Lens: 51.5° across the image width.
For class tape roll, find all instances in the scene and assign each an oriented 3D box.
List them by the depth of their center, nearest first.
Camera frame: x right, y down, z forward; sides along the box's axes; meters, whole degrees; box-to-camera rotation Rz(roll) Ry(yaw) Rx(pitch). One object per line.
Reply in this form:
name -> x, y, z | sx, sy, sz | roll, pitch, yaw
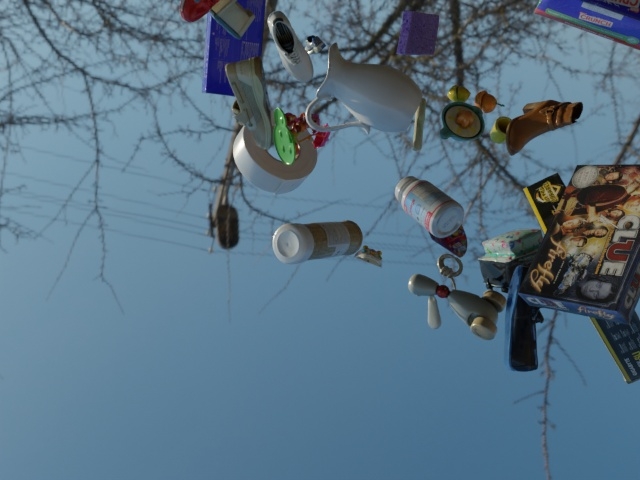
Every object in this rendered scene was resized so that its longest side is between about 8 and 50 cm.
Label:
tape roll -> -0.155, -0.307, 2.300 | 0.286, 0.100, 0.286 | 15, -123, -24

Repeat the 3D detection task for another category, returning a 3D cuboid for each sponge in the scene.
sponge -> 0.281, -0.590, 1.893 | 0.031, 0.117, 0.210 | 17, -159, 28

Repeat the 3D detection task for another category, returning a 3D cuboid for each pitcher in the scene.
pitcher -> 0.086, -0.279, 1.349 | 0.207, 0.178, 0.125 | 24, -163, -1

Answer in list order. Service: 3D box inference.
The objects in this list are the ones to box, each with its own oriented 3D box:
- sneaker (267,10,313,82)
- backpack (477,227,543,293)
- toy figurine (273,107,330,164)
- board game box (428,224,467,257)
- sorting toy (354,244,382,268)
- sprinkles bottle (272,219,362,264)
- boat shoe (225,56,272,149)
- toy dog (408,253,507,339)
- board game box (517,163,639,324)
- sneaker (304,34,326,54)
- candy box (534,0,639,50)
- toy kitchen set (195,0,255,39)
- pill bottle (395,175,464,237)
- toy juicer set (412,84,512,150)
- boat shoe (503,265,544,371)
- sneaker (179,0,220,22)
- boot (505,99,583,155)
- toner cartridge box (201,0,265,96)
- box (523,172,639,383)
sneaker -> -0.100, -0.622, 2.176 | 0.094, 0.258, 0.091 | -25, -145, 13
backpack -> 0.682, 0.058, 2.231 | 0.253, 0.191, 0.225 | -11, -176, -17
toy figurine -> -0.047, -0.330, 1.996 | 0.159, 0.173, 0.130 | -20, -158, -26
board game box -> 0.375, -0.034, 1.906 | 0.168, 0.033, 0.133 | 32, -132, -24
sorting toy -> 0.139, 0.047, 1.813 | 0.083, 0.045, 0.075 | 21, -171, -2
sprinkles bottle -> 0.000, 0.000, 2.070 | 0.121, 0.121, 0.355 | 38, -158, 25
boat shoe -> -0.182, -0.348, 1.716 | 0.098, 0.302, 0.109 | -7, -120, -1
toy dog -> 0.462, 0.223, 2.224 | 0.220, 0.161, 0.333 | -33, -123, -23
board game box -> 0.418, -0.004, 0.989 | 0.042, 0.243, 0.165 | 39, 162, -32
sneaker -> -0.025, -0.675, 2.266 | 0.052, 0.058, 0.135 | -41, -159, -12
candy box -> 0.667, -0.615, 1.464 | 0.268, 0.317, 0.122 | 24, 170, 7
toy kitchen set -> -0.266, -0.538, 1.485 | 0.166, 0.122, 0.207 | 35, -165, -41
pill bottle -> 0.234, -0.079, 1.456 | 0.087, 0.087, 0.160 | -3, -149, -31
toy juicer set -> 0.406, -0.379, 1.958 | 0.329, 0.089, 0.209 | -7, -113, -16
boat shoe -> 0.507, 0.193, 1.637 | 0.089, 0.258, 0.109 | 6, 179, 5
sneaker -> -0.258, -0.640, 1.709 | 0.128, 0.221, 0.087 | 38, 179, 33
boot -> 0.575, -0.296, 1.709 | 0.152, 0.073, 0.197 | 8, -124, 45
toner cartridge box -> -0.263, -0.614, 2.014 | 0.165, 0.348, 0.075 | 3, -170, -22
box -> 0.499, 0.065, 1.222 | 0.322, 0.079, 0.257 | 51, -157, -29
